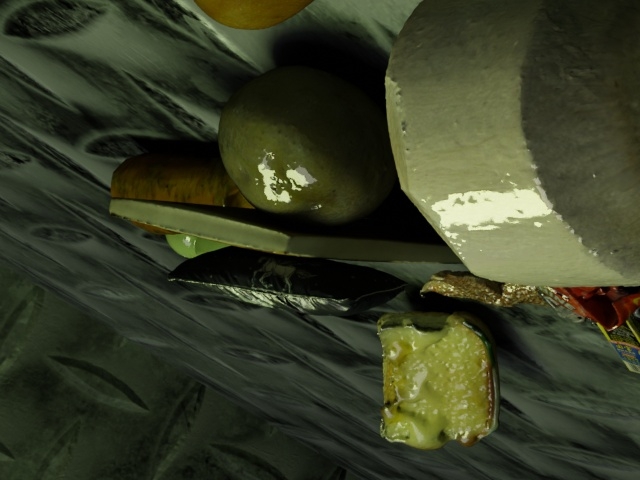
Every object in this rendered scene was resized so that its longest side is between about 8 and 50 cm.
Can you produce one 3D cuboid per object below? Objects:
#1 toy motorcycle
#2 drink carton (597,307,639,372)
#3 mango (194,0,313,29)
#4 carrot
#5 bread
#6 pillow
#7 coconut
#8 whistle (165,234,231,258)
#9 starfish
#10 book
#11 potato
[{"bbox_3d":[0.230,-0.005,1.373,0.171,0.089,0.298,18,157,48],"label":"toy motorcycle"},{"bbox_3d":[0.349,0.087,1.549,0.056,0.071,0.165,12,159,34],"label":"drink carton"},{"bbox_3d":[-0.034,-0.232,1.062,0.136,0.099,0.227,1,166,-23],"label":"mango"},{"bbox_3d":[-0.161,-0.059,1.814,0.114,0.114,0.302,37,160,-34],"label":"carrot"},{"bbox_3d":[0.162,0.170,1.996,0.174,0.133,0.251,-4,128,6],"label":"bread"},{"bbox_3d":[-0.033,0.038,1.435,0.208,0.055,0.141,10,-166,28],"label":"pillow"},{"bbox_3d":[0.167,-0.085,0.990,0.237,0.237,0.266,37,161,-34],"label":"coconut"},{"bbox_3d":[-0.133,0.000,2.004,0.227,0.085,0.105,19,163,28],"label":"whistle"},{"bbox_3d":[0.223,0.056,1.634,0.231,0.048,0.295,7,173,21],"label":"starfish"},{"bbox_3d":[-0.004,-0.010,1.568,0.269,0.032,0.389,12,-174,41],"label":"book"},{"bbox_3d":[-0.014,-0.091,1.416,0.178,0.160,0.235,53,170,-7],"label":"potato"}]
